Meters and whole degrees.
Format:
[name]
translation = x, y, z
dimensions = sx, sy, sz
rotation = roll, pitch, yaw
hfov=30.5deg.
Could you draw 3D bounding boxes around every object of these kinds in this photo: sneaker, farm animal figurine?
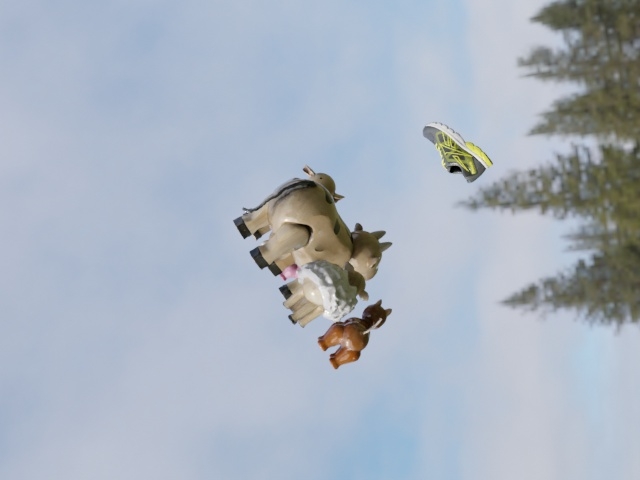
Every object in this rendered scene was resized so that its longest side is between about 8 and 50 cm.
[sneaker]
translation = 0.127, -0.086, 1.142
dimensions = 0.035, 0.083, 0.031
rotation = -51, -34, -4
[farm animal figurine]
translation = 0.000, 0.000, 1.703
dimensions = 0.330, 0.172, 0.327
rotation = 57, -178, 26
